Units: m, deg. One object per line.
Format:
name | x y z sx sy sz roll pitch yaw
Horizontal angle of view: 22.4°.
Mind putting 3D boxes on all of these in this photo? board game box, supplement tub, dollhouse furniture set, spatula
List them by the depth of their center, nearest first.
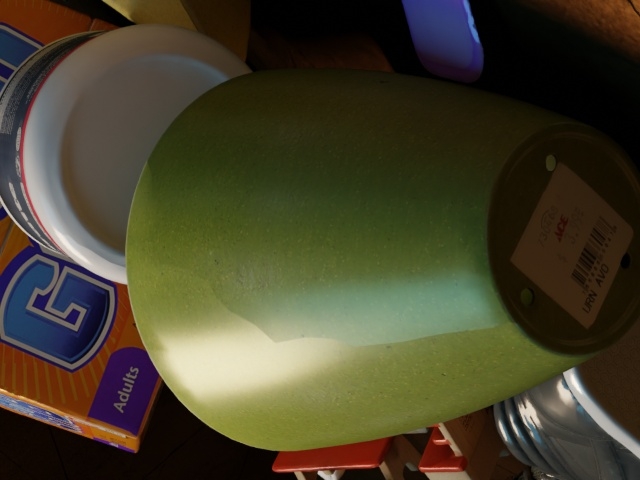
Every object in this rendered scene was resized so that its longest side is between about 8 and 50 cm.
spatula | 0.020 -0.215 0.945 0.296 0.030 0.084 55 166 -29
supplement tub | -0.156 -0.071 1.269 0.191 0.191 0.272 51 168 -16
board game box | -0.288 -0.016 1.638 0.356 0.356 0.356 20 169 -3
dollhouse furniture set | 0.062 0.216 1.759 0.259 0.262 0.135 -9 128 36

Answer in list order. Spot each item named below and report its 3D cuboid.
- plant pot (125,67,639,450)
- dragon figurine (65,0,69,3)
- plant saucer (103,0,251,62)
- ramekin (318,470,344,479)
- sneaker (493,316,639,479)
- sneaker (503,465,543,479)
plant pot | 0.065 0.005 1.044 0.293 0.275 0.275 -5 128 55
dragon figurine | -0.328 -0.288 1.709 0.085 0.144 0.289 49 169 -2
plant saucer | -0.190 -0.311 1.286 0.333 0.081 0.332 38 164 42
ramekin | -0.027 0.184 2.203 0.277 0.135 0.277 45 168 13
sneaker | 0.241 0.169 1.145 0.296 0.104 0.147 48 156 -11
sneaker | 0.202 0.276 1.555 0.087 0.227 0.130 43 124 2
